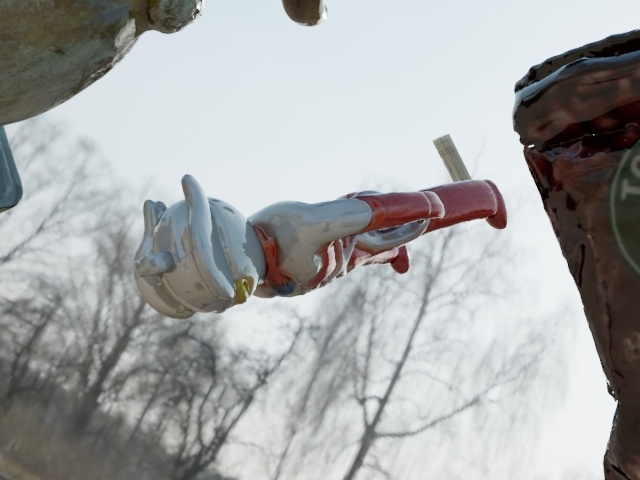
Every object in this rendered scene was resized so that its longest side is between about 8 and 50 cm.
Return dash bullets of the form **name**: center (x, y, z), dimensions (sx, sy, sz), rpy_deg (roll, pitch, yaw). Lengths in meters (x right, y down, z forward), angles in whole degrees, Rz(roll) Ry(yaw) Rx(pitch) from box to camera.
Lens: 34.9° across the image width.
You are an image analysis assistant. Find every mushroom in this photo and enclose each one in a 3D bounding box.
- **mushroom**: center (-0.012, -0.346, 1.238), dimensions (0.072, 0.094, 0.210), rpy_deg (6, -44, -9)

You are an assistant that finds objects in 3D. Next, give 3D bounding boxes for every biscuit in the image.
- **biscuit**: center (0.159, 0.025, 0.383), dimensions (0.151, 0.235, 0.063), rpy_deg (-14, -10, 27)

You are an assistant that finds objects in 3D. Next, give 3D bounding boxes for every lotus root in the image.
- **lotus root**: center (-0.138, -0.104, 0.485), dimensions (0.088, 0.165, 0.088), rpy_deg (-23, 90, -90)

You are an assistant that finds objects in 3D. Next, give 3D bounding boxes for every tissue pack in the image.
- **tissue pack**: center (0.207, -0.111, 1.555), dimensions (0.108, 0.023, 0.056), rpy_deg (63, -3, -5)

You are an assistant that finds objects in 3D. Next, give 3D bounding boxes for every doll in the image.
- **doll**: center (0.000, 0.000, 0.861), dimensions (0.384, 0.099, 0.188), rpy_deg (-4, -18, -46)

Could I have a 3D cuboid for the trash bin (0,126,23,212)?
- **trash bin**: center (-0.353, -0.061, 0.725), dimensions (0.240, 0.164, 0.122), rpy_deg (-20, -8, 31)
